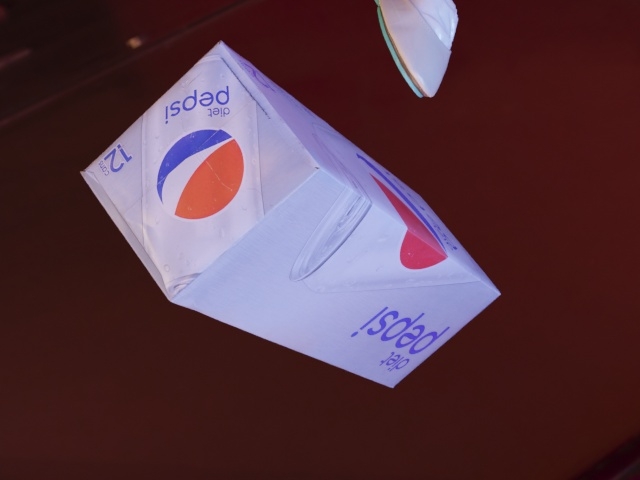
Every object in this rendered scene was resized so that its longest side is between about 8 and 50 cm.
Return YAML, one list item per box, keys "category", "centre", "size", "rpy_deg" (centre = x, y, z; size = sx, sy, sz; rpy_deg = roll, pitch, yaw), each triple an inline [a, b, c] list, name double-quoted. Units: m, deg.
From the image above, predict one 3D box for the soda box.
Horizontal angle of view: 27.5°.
- category: "soda box"
  centre: [0.000, 0.000, 0.720]
  size: [0.091, 0.098, 0.286]
  rpy_deg: [53, -170, 26]

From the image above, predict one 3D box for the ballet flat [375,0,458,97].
- category: "ballet flat"
  centre: [0.096, -0.242, 1.343]
  size: [0.248, 0.086, 0.086]
  rpy_deg: [-108, 7, -48]
